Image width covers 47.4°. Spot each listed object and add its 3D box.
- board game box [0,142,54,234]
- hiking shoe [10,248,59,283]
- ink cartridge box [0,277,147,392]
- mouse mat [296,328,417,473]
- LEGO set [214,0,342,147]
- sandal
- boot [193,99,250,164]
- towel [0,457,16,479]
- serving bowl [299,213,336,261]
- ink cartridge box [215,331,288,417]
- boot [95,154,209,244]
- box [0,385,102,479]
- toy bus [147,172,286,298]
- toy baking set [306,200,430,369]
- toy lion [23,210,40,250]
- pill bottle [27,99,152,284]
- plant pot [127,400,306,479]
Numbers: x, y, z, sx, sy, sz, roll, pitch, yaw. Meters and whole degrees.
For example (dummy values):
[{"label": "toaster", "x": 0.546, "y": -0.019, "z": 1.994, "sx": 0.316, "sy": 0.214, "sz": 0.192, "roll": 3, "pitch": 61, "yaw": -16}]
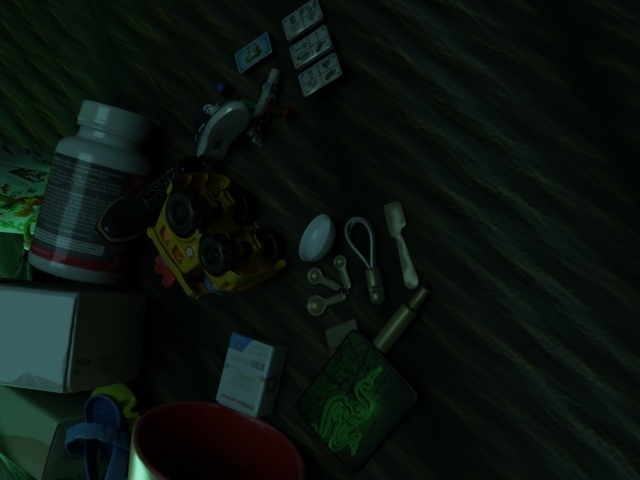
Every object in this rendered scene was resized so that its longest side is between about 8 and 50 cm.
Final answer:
[{"label": "board game box", "x": -0.611, "y": -0.098, "z": 1.393, "sx": 0.193, "sy": 0.305, "sz": 0.053, "roll": -41, "pitch": 69, "yaw": 20}, {"label": "hiking shoe", "x": -0.602, "y": 0.131, "z": 1.504, "sx": 0.114, "sy": 0.086, "sz": 0.226, "roll": 10, "pitch": 86, "yaw": 45}, {"label": "ink cartridge box", "x": -0.545, "y": 0.152, "z": 1.283, "sx": 0.395, "sy": 0.285, "sz": 0.166, "roll": 6, "pitch": 87, "yaw": 10}, {"label": "mouse mat", "x": 0.052, "y": 0.253, "z": 1.143, "sx": 0.152, "sy": 0.007, "sz": 0.189, "roll": 45, "pitch": 116, "yaw": 25}, {"label": "LEGO set", "x": -0.074, "y": -0.285, "z": 1.280, "sx": 0.244, "sy": 0.060, "sz": 0.182, "roll": -28, "pitch": 60, "yaw": 22}, {"label": "sandal", "x": -0.353, "y": 0.414, "z": 1.276, "sx": 0.126, "sy": 0.138, "sz": 0.317, "roll": -30, "pitch": 86, "yaw": 21}, {"label": "boot", "x": -0.181, "y": -0.211, "z": 1.267, "sx": 0.190, "sy": 0.069, "sz": 0.086, "roll": -40, "pitch": 61, "yaw": 54}, {"label": "towel", "x": -0.698, "y": 0.468, "z": 1.407, "sx": 0.320, "sy": 0.090, "sz": 0.374, "roll": 48, "pitch": 131, "yaw": 7}, {"label": "serving bowl", "x": 0.000, "y": 0.000, "z": 1.192, "sx": 0.083, "sy": 0.027, "sz": 0.083, "roll": -39, "pitch": 36, "yaw": 37}, {"label": "ink cartridge box", "x": -0.116, "y": 0.225, "z": 1.229, "sx": 0.089, "sy": 0.052, "sz": 0.122, "roll": 15, "pitch": 91, "yaw": 30}, {"label": "boot", "x": -0.289, "y": -0.080, "z": 1.260, "sx": 0.077, "sy": 0.198, "sz": 0.137, "roll": 48, "pitch": 132, "yaw": -4}, {"label": "box", "x": -0.568, "y": 0.331, "z": 1.416, "sx": 0.311, "sy": 0.148, "sz": 0.121, "roll": 20, "pitch": 96, "yaw": 31}, {"label": "toy bus", "x": -0.197, "y": 0.025, "z": 1.255, "sx": 0.220, "sy": 0.149, "sz": 0.211, "roll": 52, "pitch": 122, "yaw": 20}, {"label": "toy baking set", "x": 0.074, "y": 0.071, "z": 1.153, "sx": 0.256, "sy": 0.030, "sz": 0.196, "roll": -50, "pitch": 65, "yaw": 15}, {"label": "toy lion", "x": -0.549, "y": -0.028, "z": 1.474, "sx": 0.100, "sy": 0.034, "sz": 0.096, "roll": 2, "pitch": 111, "yaw": -2}, {"label": "pill bottle", "x": -0.418, "y": -0.090, "z": 1.360, "sx": 0.176, "sy": 0.176, "sz": 0.318, "roll": 18, "pitch": 93, "yaw": 29}, {"label": "plant pot", "x": -0.187, "y": 0.425, "z": 1.145, "sx": 0.275, "sy": 0.275, "sz": 0.243, "roll": 26, "pitch": 107, "yaw": 29}]
